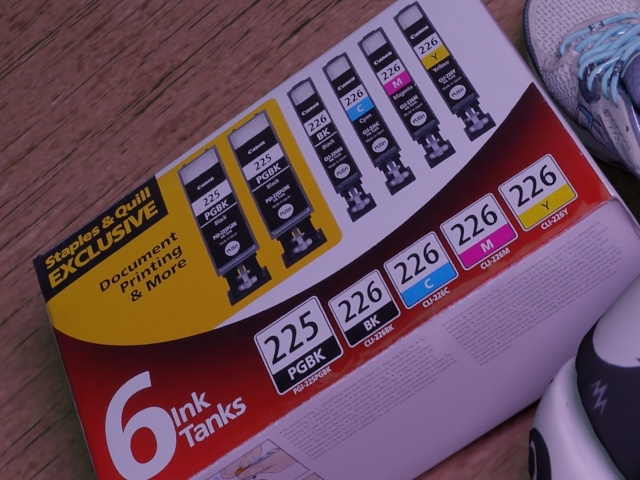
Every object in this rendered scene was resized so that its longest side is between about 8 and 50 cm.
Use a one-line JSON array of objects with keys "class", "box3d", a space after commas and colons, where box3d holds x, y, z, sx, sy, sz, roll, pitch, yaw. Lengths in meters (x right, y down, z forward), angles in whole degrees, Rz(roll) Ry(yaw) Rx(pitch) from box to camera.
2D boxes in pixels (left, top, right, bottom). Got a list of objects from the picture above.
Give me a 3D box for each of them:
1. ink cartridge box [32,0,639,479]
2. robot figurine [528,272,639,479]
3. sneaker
[{"class": "ink cartridge box", "box3d": [0.000, 0.000, 0.840, 0.309, 0.130, 0.272, -35, 49, 9]}, {"class": "robot figurine", "box3d": [0.213, 0.058, 0.637, 0.278, 0.209, 0.173, -53, 36, 29]}, {"class": "sneaker", "box3d": [0.199, -0.086, 0.817, 0.110, 0.122, 0.283, -34, 49, 2]}]
